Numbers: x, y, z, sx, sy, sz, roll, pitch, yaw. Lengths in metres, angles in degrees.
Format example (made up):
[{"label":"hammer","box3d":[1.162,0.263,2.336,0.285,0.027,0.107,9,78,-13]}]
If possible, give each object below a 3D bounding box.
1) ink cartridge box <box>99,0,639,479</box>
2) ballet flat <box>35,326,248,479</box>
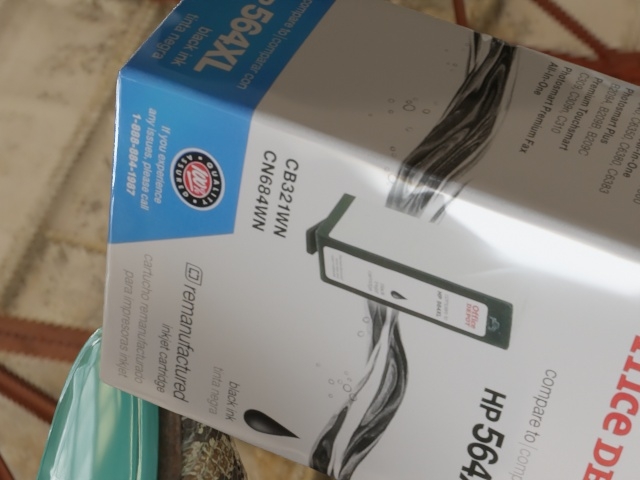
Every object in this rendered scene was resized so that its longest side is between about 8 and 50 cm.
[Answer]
[{"label":"ink cartridge box","box3d":[0.036,0.011,0.562,0.203,0.148,0.086,21,-138,13]},{"label":"ballet flat","box3d":[-0.102,0.287,0.872,0.164,0.182,0.483,-5,-114,56]}]
